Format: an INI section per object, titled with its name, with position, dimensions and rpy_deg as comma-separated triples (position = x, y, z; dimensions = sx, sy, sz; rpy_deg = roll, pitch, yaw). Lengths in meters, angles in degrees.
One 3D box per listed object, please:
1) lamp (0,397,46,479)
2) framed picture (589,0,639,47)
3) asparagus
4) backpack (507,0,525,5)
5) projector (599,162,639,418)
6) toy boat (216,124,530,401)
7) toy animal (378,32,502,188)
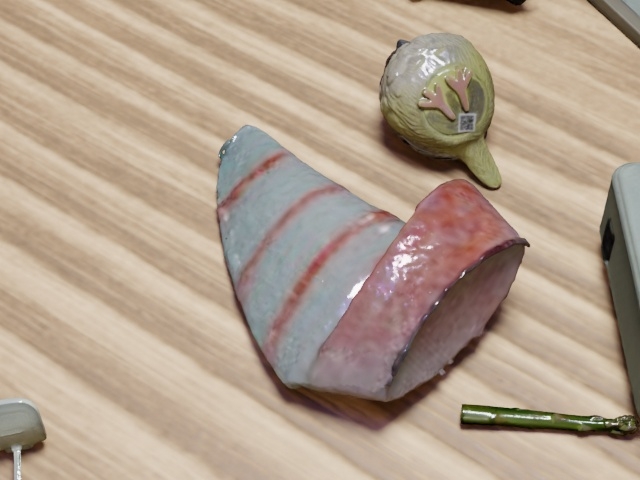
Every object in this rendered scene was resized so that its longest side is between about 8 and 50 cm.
[lamp]
position = -0.205, 0.206, 0.937
dimensions = 0.050, 0.056, 0.198
rpy_deg = -6, 58, -7
[framed picture]
position = 0.356, -0.213, 1.240
dimensions = 0.192, 0.018, 0.265
rpy_deg = -28, 59, -19
[asparagus]
position = 0.163, 0.129, 1.001
dimensions = 0.127, 0.018, 0.015
rpy_deg = 3, 90, 4
[backpack]
position = 0.144, -0.297, 1.249
dimensions = 0.120, 0.106, 0.165
rpy_deg = 7, 58, 12
[projector]
position = 0.344, 0.038, 1.012
dimensions = 0.257, 0.099, 0.192
rpy_deg = -3, 53, -1
[toy boat]
position = 0.000, 0.000, 1.067
dimensions = 0.282, 0.096, 0.206
rpy_deg = 36, 77, 34
[toy animal]
position = 0.100, -0.106, 1.141
dimensions = 0.098, 0.137, 0.098
rpy_deg = -27, 20, 11
